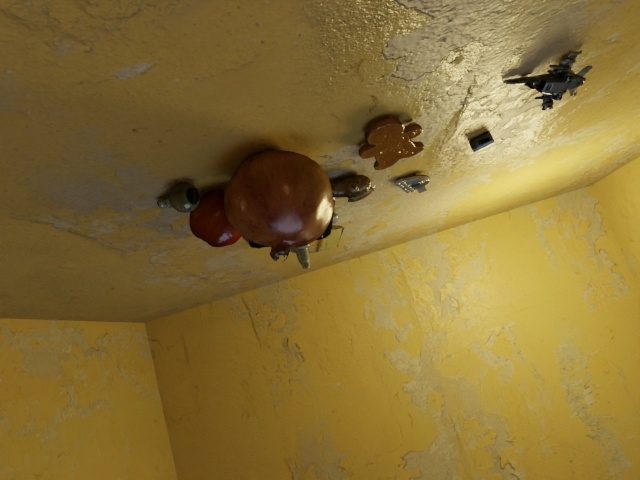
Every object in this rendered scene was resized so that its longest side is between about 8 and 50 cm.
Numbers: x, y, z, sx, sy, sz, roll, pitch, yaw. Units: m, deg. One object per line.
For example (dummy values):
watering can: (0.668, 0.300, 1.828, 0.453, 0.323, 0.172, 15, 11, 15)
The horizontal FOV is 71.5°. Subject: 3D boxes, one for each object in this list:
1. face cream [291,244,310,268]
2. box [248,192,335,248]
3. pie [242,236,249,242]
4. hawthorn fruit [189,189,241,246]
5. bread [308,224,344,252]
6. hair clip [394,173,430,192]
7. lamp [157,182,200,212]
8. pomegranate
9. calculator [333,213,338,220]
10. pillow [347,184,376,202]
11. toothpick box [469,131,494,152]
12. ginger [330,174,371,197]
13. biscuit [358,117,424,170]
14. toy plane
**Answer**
face cream: (-0.097, 0.008, 2.007, 0.101, 0.252, 0.101, -16, 168, -3)
box: (-0.123, -0.084, 1.708, 0.350, 0.091, 0.359, -8, 154, -4)
pie: (-0.210, -0.060, 1.874, 0.274, 0.055, 0.274, -10, 152, -6)
hawthorn fruit: (-0.326, -0.092, 1.478, 0.225, 0.196, 0.196, -54, 153, 19)
bread: (0.000, 0.000, 2.290, 0.240, 0.135, 0.178, -11, -175, -17)
hair clip: (0.430, -0.265, 2.021, 0.140, 0.054, 0.220, -15, 166, 25)
lamp: (-0.444, -0.126, 1.367, 0.163, 0.091, 0.091, -6, 176, 36)
pomegranate: (-0.117, -0.101, 1.331, 0.338, 0.338, 0.338, -16, 168, -4)
calculator: (-0.028, -0.089, 2.166, 0.246, 0.045, 0.141, -11, 166, -24)
pillow: (0.174, -0.198, 1.897, 0.130, 0.038, 0.232, -22, 180, 2)
toothpick box: (0.629, -0.383, 1.734, 0.083, 0.052, 0.052, -25, 166, 28)
ginger: (0.065, -0.204, 1.700, 0.294, 0.086, 0.131, -6, -173, -25)
biscuit: (0.229, -0.326, 1.455, 0.216, 0.047, 0.339, -24, 164, 20)
toy plane: (0.673, -0.469, 1.327, 0.262, 0.088, 0.192, -11, 140, -14)
